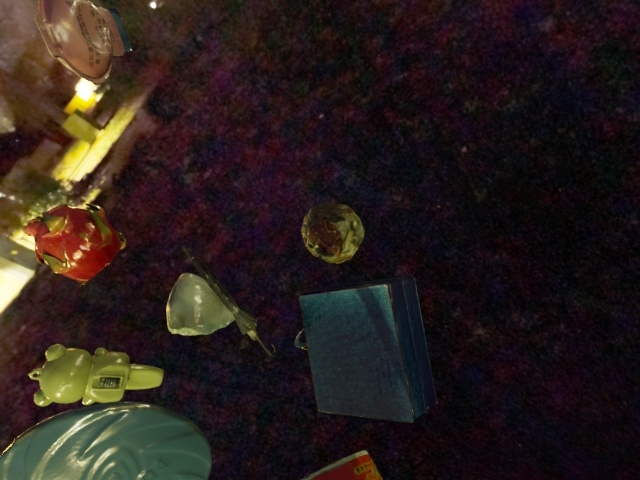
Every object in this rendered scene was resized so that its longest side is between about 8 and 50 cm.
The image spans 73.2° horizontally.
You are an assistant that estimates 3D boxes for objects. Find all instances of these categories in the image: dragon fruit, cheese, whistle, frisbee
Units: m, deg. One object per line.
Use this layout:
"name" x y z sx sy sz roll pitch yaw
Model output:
"dragon fruit" -0.691 0.000 1.224 0.223 0.227 0.224 -29 16 10
"cheese" -0.453 -0.409 0.848 0.074 0.189 0.286 -8 28 10
"whistle" -0.506 0.311 0.993 0.106 0.288 0.132 5 81 48
"frisbee" -0.291 0.343 0.585 0.289 0.289 0.049 -48 34 6

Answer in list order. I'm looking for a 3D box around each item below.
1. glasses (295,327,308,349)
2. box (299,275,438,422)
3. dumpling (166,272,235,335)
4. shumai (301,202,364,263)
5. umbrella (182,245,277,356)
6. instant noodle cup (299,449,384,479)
"glasses" 0.061 0.290 1.184 0.238 0.102 0.207 -28 77 11
"box" 0.097 0.233 0.956 0.261 0.116 0.279 -12 88 43
"dumpling" -0.274 0.153 0.970 0.105 0.149 0.217 -44 28 6
"shumai" 0.000 0.000 1.439 0.203 0.222 0.272 -38 -9 -38
"umbrella" -0.165 0.118 0.788 0.044 0.269 0.044 -33 13 24
"instant noodle cup" 0.084 0.661 0.942 0.293 0.293 0.308 -40 55 17
